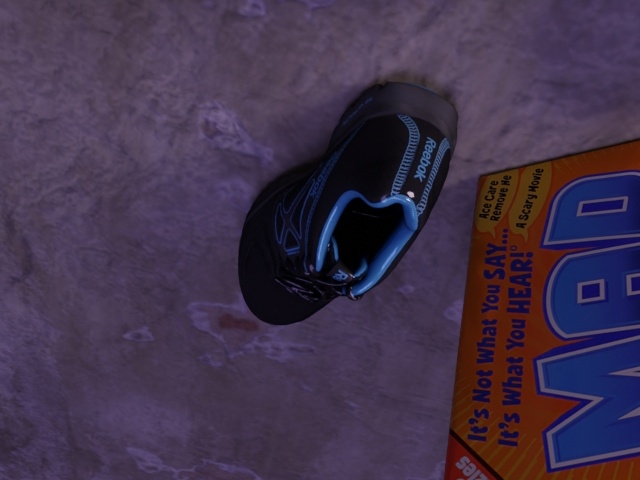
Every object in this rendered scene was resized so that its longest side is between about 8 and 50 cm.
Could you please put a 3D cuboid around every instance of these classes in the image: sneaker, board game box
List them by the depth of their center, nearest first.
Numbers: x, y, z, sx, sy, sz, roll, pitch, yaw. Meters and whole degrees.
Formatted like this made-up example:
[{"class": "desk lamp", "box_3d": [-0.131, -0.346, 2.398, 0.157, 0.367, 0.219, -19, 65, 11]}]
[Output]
[{"class": "board game box", "box_3d": [0.342, 0.151, 0.718, 0.356, 0.356, 0.356, -12, 131, 27]}, {"class": "sneaker", "box_3d": [0.000, 0.000, 0.822, 0.125, 0.139, 0.341, 24, 138, -12]}]
